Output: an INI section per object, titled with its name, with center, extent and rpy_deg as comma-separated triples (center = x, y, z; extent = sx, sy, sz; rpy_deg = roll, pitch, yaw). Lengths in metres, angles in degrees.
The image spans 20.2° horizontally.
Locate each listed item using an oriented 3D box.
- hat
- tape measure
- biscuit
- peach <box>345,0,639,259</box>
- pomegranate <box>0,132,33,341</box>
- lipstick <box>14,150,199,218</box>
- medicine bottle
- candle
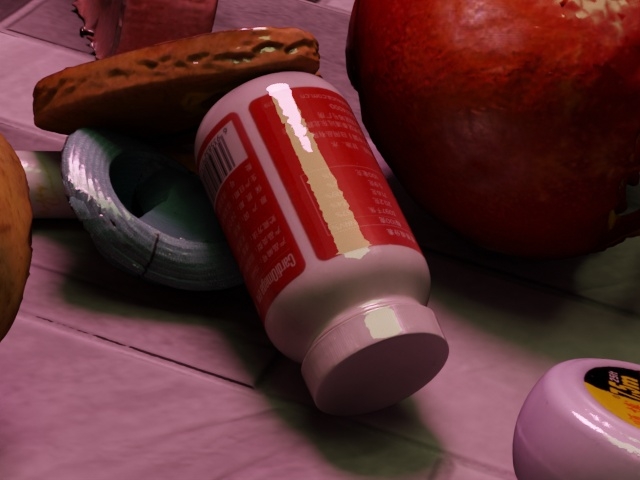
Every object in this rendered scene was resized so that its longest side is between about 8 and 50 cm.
[hat]
center = -0.132, -0.011, 1.430
extent = 0.191, 0.078, 0.138
rpy_deg = 30, 30, -5
[tape measure]
center = 0.217, 0.155, 1.223
extent = 0.178, 0.105, 0.196
rpy_deg = 19, 20, 2
[biscuit]
center = -0.090, -0.119, 1.508
extent = 0.262, 0.052, 0.277
rpy_deg = -9, -5, 24
[peach]
center = 0.182, -0.165, 1.570
extent = 0.310, 0.335, 0.406
rpy_deg = 10, 32, 10
[pomegranate]
center = -0.330, -0.004, 1.156
extent = 0.281, 0.281, 0.281
rpy_deg = 9, 28, -5
[lipstick]
center = -0.209, -0.046, 1.490
extent = 0.264, 0.059, 0.059
rpy_deg = -1, 30, -22
[medicine bottle]
center = 0.000, 0.000, 1.345
extent = 0.131, 0.131, 0.250
rpy_deg = -6, 55, -30
[candle]
center = -0.174, -0.305, 1.817
extent = 0.131, 0.287, 0.316
rpy_deg = 4, 72, -20
